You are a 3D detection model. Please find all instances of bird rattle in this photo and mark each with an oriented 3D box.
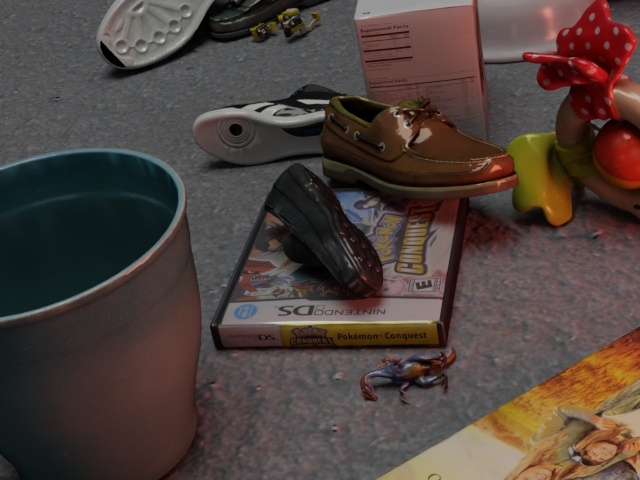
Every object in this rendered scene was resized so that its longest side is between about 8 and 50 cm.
[{"bbox_3d":[0.318,-0.124,1.225,0.207,0.253,0.143,36,52,20],"label":"bird rattle"}]

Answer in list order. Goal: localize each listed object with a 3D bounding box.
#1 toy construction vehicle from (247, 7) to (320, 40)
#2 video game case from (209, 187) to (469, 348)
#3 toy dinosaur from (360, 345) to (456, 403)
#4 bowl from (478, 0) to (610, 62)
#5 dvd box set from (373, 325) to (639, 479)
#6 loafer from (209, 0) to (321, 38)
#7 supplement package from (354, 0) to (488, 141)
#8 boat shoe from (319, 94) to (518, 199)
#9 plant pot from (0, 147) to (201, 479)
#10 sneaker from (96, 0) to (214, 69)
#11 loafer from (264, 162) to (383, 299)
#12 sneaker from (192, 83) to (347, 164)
[{"bbox_3d":[-0.058,-0.358,1.884,0.086,0.035,0.098,5,32,43],"label":"toy construction vehicle"},{"bbox_3d":[0.031,0.022,1.262,0.248,0.035,0.274,-2,34,15],"label":"video game case"},{"bbox_3d":[0.083,0.133,1.093,0.082,0.047,0.090,-7,-1,23],"label":"toy dinosaur"},{"bbox_3d":[0.291,-0.396,1.734,0.298,0.134,0.297,-8,33,5],"label":"bowl"},{"bbox_3d":[0.223,0.228,0.862,0.421,0.062,0.308,-25,35,-21],"label":"dvd box set"},{"bbox_3d":[-0.085,-0.434,1.953,0.268,0.084,0.096,-29,37,-25],"label":"loafer"},{"bbox_3d":[0.139,-0.246,1.485,0.149,0.203,0.194,-5,34,11],"label":"supplement package"},{"bbox_3d":[0.101,-0.116,1.327,0.111,0.104,0.307,-16,19,-39],"label":"boat shoe"},{"bbox_3d":[-0.227,0.091,1.034,0.272,0.255,0.271,-8,33,6],"label":"plant pot"},{"bbox_3d":[-0.288,-0.406,1.973,0.323,0.130,0.236,-48,20,-18],"label":"sneaker"},{"bbox_3d":[0.000,0.000,1.219,0.078,0.076,0.223,-47,40,11],"label":"loafer"},{"bbox_3d":[-0.061,-0.165,1.550,0.217,0.079,0.121,0,30,3],"label":"sneaker"}]
